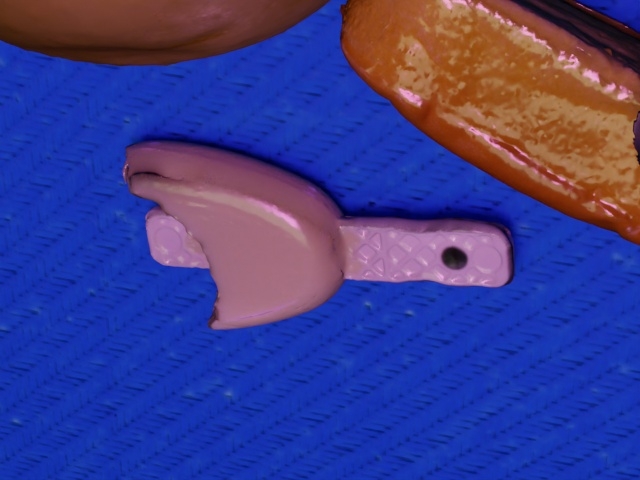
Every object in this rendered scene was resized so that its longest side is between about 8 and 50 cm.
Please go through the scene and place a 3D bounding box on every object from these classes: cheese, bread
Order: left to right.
[{"bbox_3d":[0.000,0.000,1.104,0.235,0.050,0.127,1,122,16],"label":"cheese"},{"bbox_3d":[0.126,-0.079,0.977,0.245,0.102,0.094,27,121,-4],"label":"bread"}]

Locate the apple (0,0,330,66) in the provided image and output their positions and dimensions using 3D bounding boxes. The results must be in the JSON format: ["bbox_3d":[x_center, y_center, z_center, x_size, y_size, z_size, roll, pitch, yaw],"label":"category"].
[{"bbox_3d":[-0.109,-0.212,0.874,0.257,0.233,0.295,-11,119,22],"label":"apple"}]

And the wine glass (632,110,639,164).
[{"bbox_3d":[0.343,-0.041,0.876,0.309,0.096,0.264,32,126,-31],"label":"wine glass"}]
